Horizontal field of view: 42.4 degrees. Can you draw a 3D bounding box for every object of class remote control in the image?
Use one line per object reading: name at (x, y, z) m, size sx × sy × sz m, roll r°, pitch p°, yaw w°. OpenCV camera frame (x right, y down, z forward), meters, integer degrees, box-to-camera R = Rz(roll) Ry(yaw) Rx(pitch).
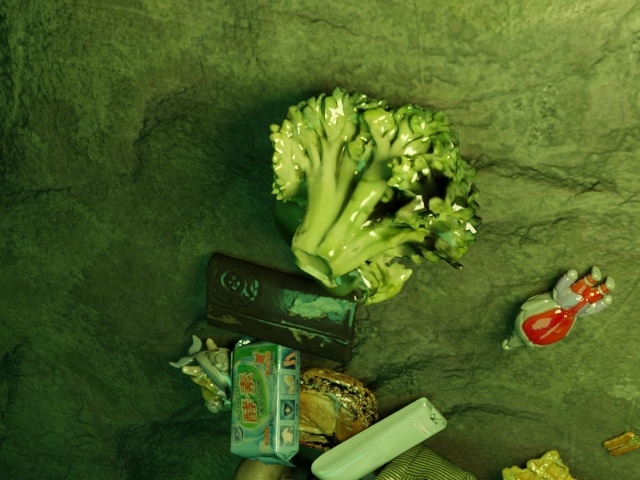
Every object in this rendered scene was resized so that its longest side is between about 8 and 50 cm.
remote control at (0.123, 0.435, 1.729) m, size 0.293 × 0.051 × 0.103 m, roll -34°, pitch 124°, yaw 11°

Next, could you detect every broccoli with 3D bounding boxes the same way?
broccoli at (0.066, -0.062, 1.214) m, size 0.348 × 0.281 × 0.293 m, roll 39°, pitch 150°, yaw -11°

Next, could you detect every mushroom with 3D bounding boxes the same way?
mushroom at (-0.110, 0.632, 2.025) m, size 0.243 × 0.243 × 0.243 m, roll 16°, pitch 136°, yaw 16°

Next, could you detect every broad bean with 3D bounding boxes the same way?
broad bean at (0.000, 0.000, 1.439) m, size 0.169 × 0.100 × 0.228 m, roll 27°, pitch 155°, yaw 41°

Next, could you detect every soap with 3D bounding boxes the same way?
soap at (-0.117, 0.326, 1.739) m, size 0.156 × 0.293 × 0.077 m, roll -14°, pitch 160°, yaw 41°

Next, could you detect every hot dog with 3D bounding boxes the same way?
hot dog at (0.567, 0.379, 1.546) m, size 0.037 × 0.021 × 0.083 m, roll 55°, pitch 140°, yaw 5°

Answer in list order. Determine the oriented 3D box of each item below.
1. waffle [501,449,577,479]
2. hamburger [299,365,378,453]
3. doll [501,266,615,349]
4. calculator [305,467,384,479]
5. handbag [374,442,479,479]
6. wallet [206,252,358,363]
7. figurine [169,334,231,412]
waffle at (0.483, 0.557, 1.662) m, size 0.291 × 0.051 × 0.291 m, roll 0°, pitch 94°, yaw 2°
hamburger at (0.017, 0.369, 1.794) m, size 0.231 × 0.107 × 0.231 m, roll 18°, pitch 134°, yaw 20°
doll at (0.383, 0.123, 1.365) m, size 0.102 × 0.075 × 0.227 m, roll 31°, pitch 130°, yaw -15°
calculator at (0.082, 0.605, 2.027) m, size 0.220 × 0.048 × 0.329 m, roll 32°, pitch 141°, yaw -3°
handbag at (0.190, 0.627, 1.748) m, size 0.247 × 0.240 × 0.340 m, roll 26°, pitch 118°, yaw 34°
wallet at (-0.082, 0.139, 1.646) m, size 0.321 × 0.044 × 0.170 m, roll 15°, pitch 116°, yaw 17°
figurine at (-0.234, 0.309, 1.871) m, size 0.208 × 0.128 × 0.184 m, roll 35°, pitch 141°, yaw 8°
